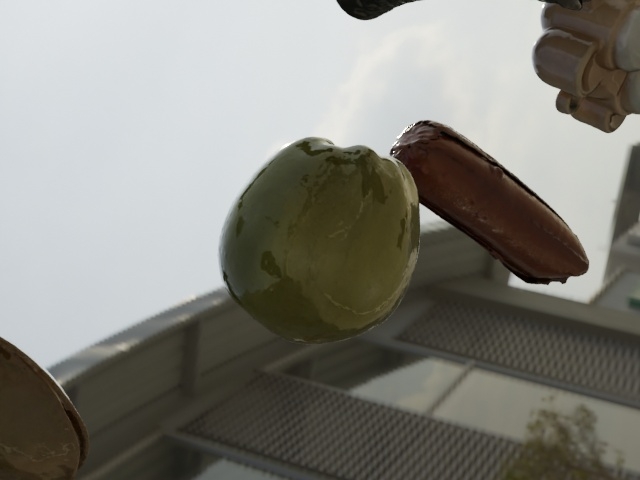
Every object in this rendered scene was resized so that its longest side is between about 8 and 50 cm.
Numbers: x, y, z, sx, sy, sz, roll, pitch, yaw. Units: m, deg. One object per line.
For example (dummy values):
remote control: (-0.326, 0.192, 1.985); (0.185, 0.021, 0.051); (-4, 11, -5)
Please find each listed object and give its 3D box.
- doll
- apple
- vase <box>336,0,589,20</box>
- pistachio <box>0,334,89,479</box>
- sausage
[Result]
doll: (0.269, -0.229, 1.020); (0.154, 0.119, 0.278); (7, -71, -55)
apple: (0.000, 0.000, 1.131); (0.200, 0.200, 0.200); (13, -90, -69)
vase: (0.110, -0.228, 0.988); (0.115, 0.237, 0.115); (-1, -89, -41)
pistachio: (-0.409, 0.207, 1.542); (0.163, 0.260, 0.212); (-69, 3, -47)
sausage: (0.219, -0.045, 1.544); (0.330, 0.102, 0.102); (35, -116, -30)
